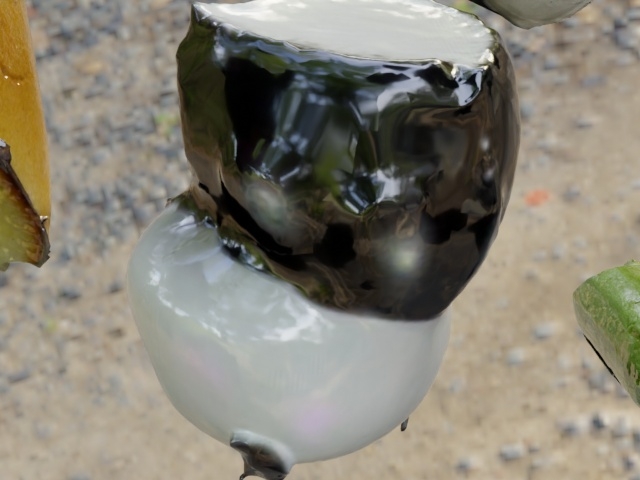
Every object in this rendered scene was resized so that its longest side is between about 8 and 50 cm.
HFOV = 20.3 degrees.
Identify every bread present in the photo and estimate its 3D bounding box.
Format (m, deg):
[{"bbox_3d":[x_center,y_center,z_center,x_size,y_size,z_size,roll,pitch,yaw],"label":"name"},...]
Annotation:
[{"bbox_3d":[-0.233,-0.056,0.991,0.140,0.169,0.160,-16,-9,21],"label":"bread"}]

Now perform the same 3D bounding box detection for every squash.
[{"bbox_3d":[0.214,0.063,1.159,0.069,0.069,0.239,-13,15,-2],"label":"squash"}]

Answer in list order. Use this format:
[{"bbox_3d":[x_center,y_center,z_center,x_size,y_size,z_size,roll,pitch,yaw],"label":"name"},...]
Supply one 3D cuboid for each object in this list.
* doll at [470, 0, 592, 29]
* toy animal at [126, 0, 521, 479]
[{"bbox_3d":[0.130,-0.167,0.795,0.192,0.095,0.149,-30,-10,32],"label":"doll"},{"bbox_3d":[0.000,0.000,1.187,0.251,0.310,0.251,6,23,-3],"label":"toy animal"}]
